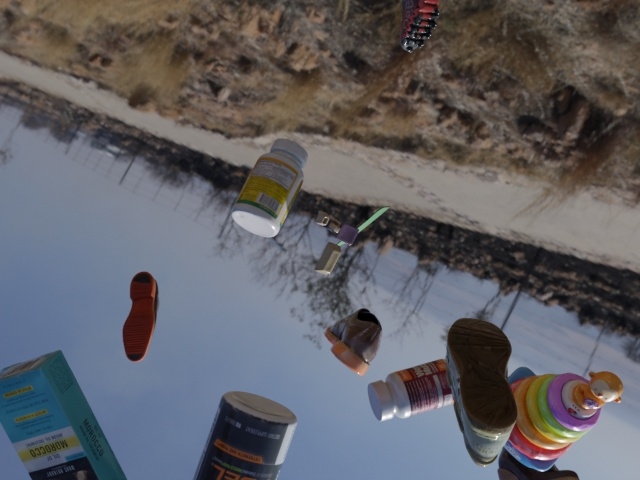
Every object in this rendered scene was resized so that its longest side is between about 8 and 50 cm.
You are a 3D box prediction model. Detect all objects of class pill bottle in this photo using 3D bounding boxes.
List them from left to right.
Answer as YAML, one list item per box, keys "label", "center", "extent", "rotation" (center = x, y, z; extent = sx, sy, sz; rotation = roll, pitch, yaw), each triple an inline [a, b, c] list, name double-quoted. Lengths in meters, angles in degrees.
- label: "pill bottle"
  center: [-0.134, 0.378, 1.051]
  extent: [0.130, 0.246, 0.130]
  rotation: [19, 179, 1]
- label: "pill bottle"
  center: [-0.108, -0.123, 1.485]
  extent: [0.117, 0.208, 0.117]
  rotation: [21, 158, 9]
- label: "pill bottle"
  center: [0.244, 0.394, 1.727]
  extent: [0.221, 0.121, 0.121]
  rotation: [-13, -171, -13]

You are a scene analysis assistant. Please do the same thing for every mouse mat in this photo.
- label: "mouse mat"
  center: [0.125, -0.042, 1.960]
  extent: [0.007, 0.189, 0.152]
  rotation: [53, -166, 6]

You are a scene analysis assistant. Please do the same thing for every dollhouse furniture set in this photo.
- label: "dollhouse furniture set"
  center: [0.000, 0.000, 1.312]
  extent: [0.091, 0.114, 0.081]
  rotation: [22, -171, -30]

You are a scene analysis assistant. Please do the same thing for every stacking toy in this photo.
- label: "stacking toy"
  center: [0.457, 0.306, 1.223]
  extent: [0.175, 0.165, 0.302]
  rotation: [46, 151, 10]

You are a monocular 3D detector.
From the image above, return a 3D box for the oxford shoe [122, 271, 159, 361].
- label: "oxford shoe"
  center: [-0.519, 0.234, 1.964]
  extent: [0.096, 0.271, 0.098]
  rotation: [-2, 155, 12]

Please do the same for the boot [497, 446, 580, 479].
- label: "boot"
  center: [0.506, 0.496, 1.554]
  extent: [0.090, 0.207, 0.248]
  rotation: [21, 149, -18]

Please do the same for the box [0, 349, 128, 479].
- label: "box"
  center: [-0.372, 0.286, 0.940]
  extent: [0.060, 0.100, 0.244]
  rotation: [-70, -40, -72]

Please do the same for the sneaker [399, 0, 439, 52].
- label: "sneaker"
  center: [0.274, -0.679, 1.861]
  extent: [0.097, 0.276, 0.135]
  rotation: [-7, -147, -42]

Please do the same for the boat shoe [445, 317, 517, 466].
- label: "boat shoe"
  center: [0.242, 0.219, 1.025]
  extent: [0.104, 0.089, 0.285]
  rotation: [9, -153, 8]

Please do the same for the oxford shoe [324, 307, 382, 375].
- label: "oxford shoe"
  center: [0.101, 0.243, 1.685]
  extent: [0.130, 0.133, 0.363]
  rotation: [38, 179, -5]
